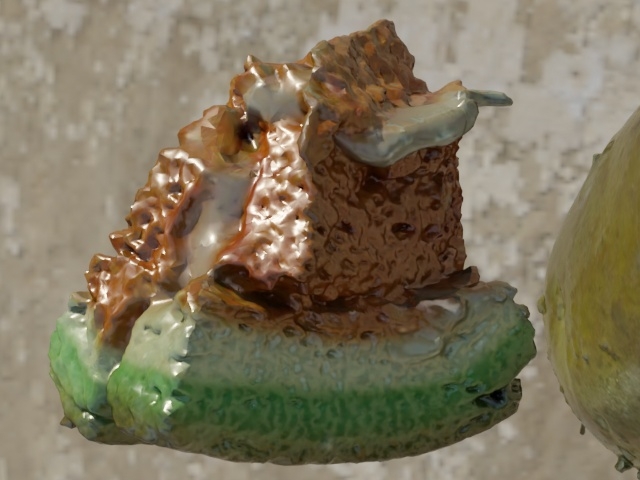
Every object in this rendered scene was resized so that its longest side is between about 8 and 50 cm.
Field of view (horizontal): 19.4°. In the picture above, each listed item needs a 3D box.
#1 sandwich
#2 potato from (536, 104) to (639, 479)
[{"bbox_3d":[-0.008,0.002,0.734,0.109,0.185,0.160,22,116,56],"label":"sandwich"},{"bbox_3d":[0.267,-0.008,1.090,0.359,0.219,0.270,112,-176,-60],"label":"potato"}]
